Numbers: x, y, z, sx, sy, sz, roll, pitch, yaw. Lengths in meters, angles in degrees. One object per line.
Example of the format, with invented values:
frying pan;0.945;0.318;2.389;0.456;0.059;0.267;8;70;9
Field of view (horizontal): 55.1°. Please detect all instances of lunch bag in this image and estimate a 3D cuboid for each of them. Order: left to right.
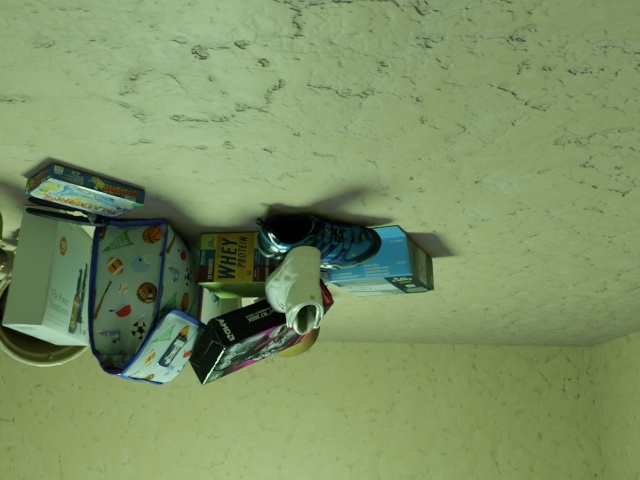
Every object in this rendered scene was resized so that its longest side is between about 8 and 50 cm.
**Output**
lunch bag;-0.440;0.171;1.595;0.238;0.386;0.328;0;163;8

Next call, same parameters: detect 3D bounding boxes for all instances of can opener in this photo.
can opener;-0.569;-0.062;1.391;0.186;0.059;0.073;6;163;-16

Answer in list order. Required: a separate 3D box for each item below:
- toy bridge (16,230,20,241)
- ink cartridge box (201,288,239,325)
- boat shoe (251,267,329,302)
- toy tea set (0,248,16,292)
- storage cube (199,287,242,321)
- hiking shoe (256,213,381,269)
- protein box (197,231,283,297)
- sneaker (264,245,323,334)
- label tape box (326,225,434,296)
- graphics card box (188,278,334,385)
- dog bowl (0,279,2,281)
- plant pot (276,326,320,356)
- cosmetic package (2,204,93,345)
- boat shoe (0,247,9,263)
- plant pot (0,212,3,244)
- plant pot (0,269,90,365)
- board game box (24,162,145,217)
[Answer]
toy bridge;-0.788;-0.004;1.665;0.063;0.026;0.188;12;161;-25
ink cartridge box;-0.333;0.217;1.888;0.066;0.296;0.261;13;160;-31
boat shoe;-0.077;0.154;1.895;0.367;0.157;0.136;-8;161;31
toy tea set;-0.913;0.106;1.684;0.336;0.124;0.200;0;154;-21
storage cube;-0.371;0.234;2.120;0.193;0.215;0.184;-4;163;-4
hiking shoe;0.000;0.000;1.451;0.304;0.113;0.132;0;158;-6
protein box;-0.203;0.071;1.664;0.199;0.136;0.201;-2;163;9
sneaker;-0.068;0.153;1.462;0.108;0.169;0.292;4;151;-15
label tape box;0.150;0.068;1.676;0.240;0.106;0.333;-7;162;24
graphics card box;-0.159;0.248;1.685;0.370;0.094;0.233;-16;153;-38
dog bowl;-1.348;0.235;2.316;0.407;0.150;0.408;1;164;0
plant pot;-0.133;0.262;2.217;0.237;0.237;0.254;0;148;7
cosmetic package;-0.670;0.105;1.572;0.097;0.285;0.377;1;164;-4
boat shoe;-0.943;0.029;1.723;0.066;0.066;0.183;-6;162;20
plant pot;-0.797;-0.035;1.459;0.081;0.083;0.081;12;161;-28
plant pot;-0.914;0.221;2.012;0.333;0.334;0.305;12;172;-32
board game box;-0.494;-0.101;1.294;0.201;0.035;0.136;17;158;-41
